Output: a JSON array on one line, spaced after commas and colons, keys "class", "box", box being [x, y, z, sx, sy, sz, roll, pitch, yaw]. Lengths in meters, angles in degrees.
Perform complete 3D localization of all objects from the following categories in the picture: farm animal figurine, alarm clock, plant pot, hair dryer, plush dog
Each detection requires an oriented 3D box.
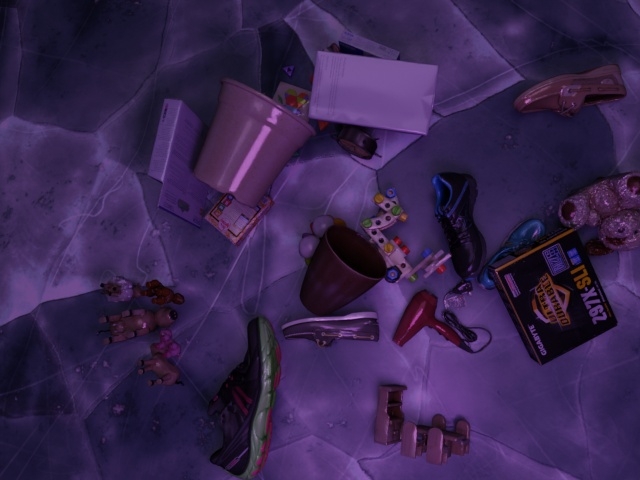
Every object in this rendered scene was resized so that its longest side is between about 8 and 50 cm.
[{"class": "farm animal figurine", "box": [-0.547, 0.285, 1.729, 0.326, 0.172, 0.331, 2, 88, 21]}, {"class": "alarm clock", "box": [0.106, -0.323, 1.759, 0.192, 0.129, 0.064, 20, 81, 38]}, {"class": "plant pot", "box": [-0.228, -0.280, 1.678, 0.333, 0.334, 0.306, 29, 92, 12]}, {"class": "hair dryer", "box": [0.355, 0.254, 1.638, 0.293, 0.080, 0.224, -16, 79, 6]}, {"class": "plant pot", "box": [0.042, 0.110, 1.593, 0.215, 0.215, 0.230, 45, 118, 13]}, {"class": "plush dog", "box": [0.867, -0.072, 1.594, 0.262, 0.210, 0.226, -26, 91, 31]}]

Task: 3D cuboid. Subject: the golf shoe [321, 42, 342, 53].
[{"class": "golf shoe", "box": [0.064, -0.570, 1.829, 0.085, 0.067, 0.186, -34, 82, 3]}]

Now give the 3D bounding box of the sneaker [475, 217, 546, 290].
[{"class": "sneaker", "box": [0.582, 0.045, 1.627, 0.107, 0.110, 0.275, 42, 87, 13]}]

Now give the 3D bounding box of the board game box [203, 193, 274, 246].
[{"class": "board game box", "box": [-0.271, -0.102, 1.808, 0.146, 0.045, 0.193, 40, 87, 13]}]

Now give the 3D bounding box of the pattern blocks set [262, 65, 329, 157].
[{"class": "pattern blocks set", "box": [-0.103, -0.447, 1.855, 0.285, 0.026, 0.325, 6, 81, 9]}]

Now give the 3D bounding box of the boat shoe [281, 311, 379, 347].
[{"class": "boat shoe", "box": [0.030, 0.281, 1.666, 0.304, 0.109, 0.091, -7, 74, 3]}]

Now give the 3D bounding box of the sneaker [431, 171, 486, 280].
[{"class": "sneaker", "box": [0.405, -0.046, 1.641, 0.139, 0.125, 0.341, 7, 69, -31]}]

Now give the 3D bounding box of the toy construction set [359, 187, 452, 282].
[{"class": "toy construction set", "box": [0.245, 0.007, 1.672, 0.215, 0.151, 0.328, -41, 66, -1]}]

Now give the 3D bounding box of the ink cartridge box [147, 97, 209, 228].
[{"class": "ink cartridge box", "box": [-0.434, -0.230, 1.712, 0.071, 0.324, 0.331, 10, 81, 11]}]

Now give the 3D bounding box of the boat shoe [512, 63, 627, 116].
[{"class": "boat shoe", "box": [0.776, -0.448, 1.680, 0.340, 0.122, 0.110, -15, 78, 4]}]

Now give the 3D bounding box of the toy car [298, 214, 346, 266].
[{"class": "toy car", "box": [0.000, 0.000, 1.715, 0.136, 0.159, 0.182, 30, 85, 47]}]

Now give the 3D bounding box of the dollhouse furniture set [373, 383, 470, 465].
[{"class": "dollhouse furniture set", "box": [0.287, 0.513, 1.540, 0.241, 0.212, 0.161, 1, 81, 36]}]

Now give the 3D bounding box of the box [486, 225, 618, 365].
[{"class": "box", "box": [0.666, 0.157, 1.556, 0.257, 0.079, 0.322, -28, 98, -1]}]

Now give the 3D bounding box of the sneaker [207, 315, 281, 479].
[{"class": "sneaker", "box": [-0.236, 0.465, 1.634, 0.202, 0.185, 0.484, 8, 80, 5]}]

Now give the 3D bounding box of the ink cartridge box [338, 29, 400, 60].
[{"class": "ink cartridge box", "box": [0.165, -0.627, 1.812, 0.207, 0.097, 0.046, 26, 85, 11]}]

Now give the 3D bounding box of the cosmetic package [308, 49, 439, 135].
[{"class": "cosmetic package", "box": [0.168, -0.463, 1.716, 0.384, 0.156, 0.218, 11, 101, 4]}]
